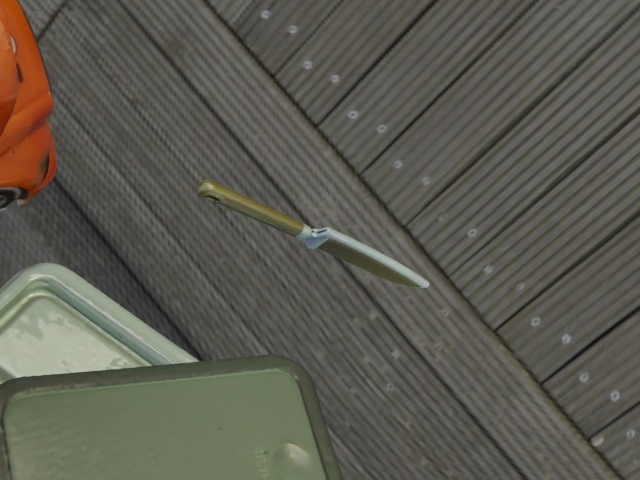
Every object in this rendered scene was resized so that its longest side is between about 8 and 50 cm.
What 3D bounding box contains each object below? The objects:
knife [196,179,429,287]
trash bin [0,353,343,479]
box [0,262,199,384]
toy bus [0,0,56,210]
[{"bbox_3d":[0.001,0.000,1.221,0.061,0.343,0.027,-11,60,52],"label":"knife"},{"bbox_3d":[-0.151,0.231,0.732,0.343,0.222,0.158,-53,47,49],"label":"trash bin"},{"bbox_3d":[-0.245,0.197,1.100,0.311,0.175,0.182,34,143,7],"label":"box"},{"bbox_3d":[-0.239,-0.073,0.393,0.153,0.329,0.143,-27,81,38],"label":"toy bus"}]
